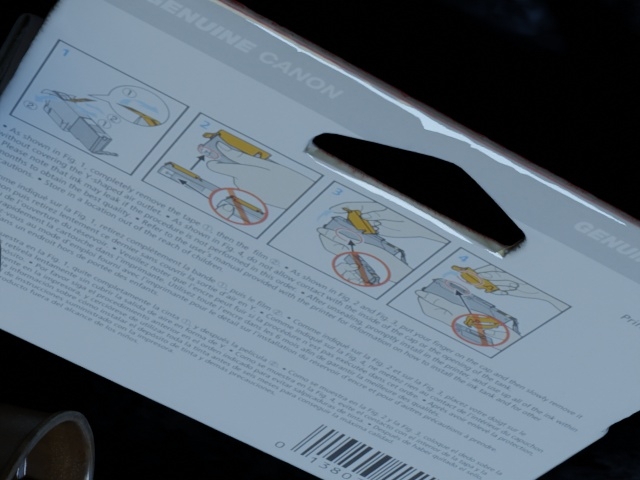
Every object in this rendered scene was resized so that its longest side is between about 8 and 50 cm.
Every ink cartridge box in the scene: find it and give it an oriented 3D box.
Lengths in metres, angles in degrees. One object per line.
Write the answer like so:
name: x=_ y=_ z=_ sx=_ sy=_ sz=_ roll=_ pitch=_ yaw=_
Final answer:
ink cartridge box: x=0.000 y=0.000 z=0.659 sx=0.296 sy=0.066 sz=0.261 roll=27 pitch=142 yaw=-16

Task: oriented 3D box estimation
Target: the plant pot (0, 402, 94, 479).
plant pot: x=-0.232 y=0.147 z=0.873 sx=0.165 sy=0.167 sz=0.167 roll=17 pitch=145 yaw=10
